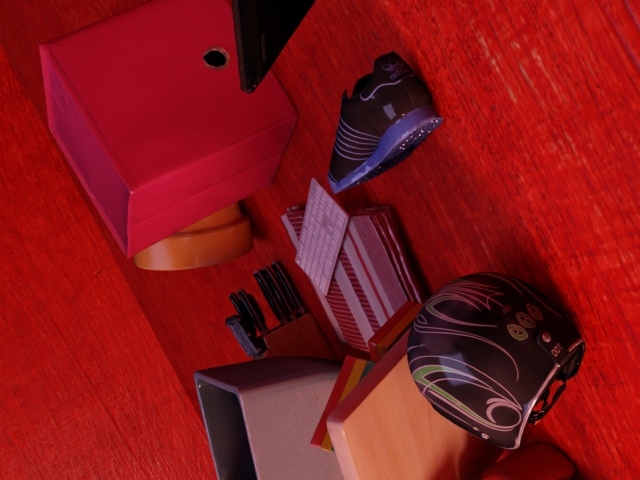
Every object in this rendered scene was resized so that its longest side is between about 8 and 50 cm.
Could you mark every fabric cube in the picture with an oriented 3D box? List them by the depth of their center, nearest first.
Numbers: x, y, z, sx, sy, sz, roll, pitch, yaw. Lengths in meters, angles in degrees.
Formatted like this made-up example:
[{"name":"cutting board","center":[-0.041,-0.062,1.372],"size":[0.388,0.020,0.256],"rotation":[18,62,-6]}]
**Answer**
[{"name":"fabric cube","center":[-0.222,-0.173,1.475],"size":[0.254,0.258,0.259],"rotation":[58,159,12]}]

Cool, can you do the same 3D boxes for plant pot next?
[{"name":"plant pot","center":[-0.020,0.298,1.578],"size":[0.248,0.252,0.247],"rotation":[179,79,-68]},{"name":"plant pot","center":[-0.226,-0.066,1.745],"size":[0.205,0.205,0.188],"rotation":[19,119,62]}]

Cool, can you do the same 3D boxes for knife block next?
[{"name":"knife block","center":[-0.034,0.176,1.760],"size":[0.276,0.242,0.088],"rotation":[19,167,-14]}]

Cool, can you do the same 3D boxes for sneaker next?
[{"name":"sneaker","center":[0.056,-0.126,1.135],"size":[0.090,0.081,0.232],"rotation":[63,153,6]}]

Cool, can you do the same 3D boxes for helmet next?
[{"name":"helmet","center":[0.168,0.112,1.045],"size":[0.161,0.169,0.169],"rotation":[33,149,24]}]

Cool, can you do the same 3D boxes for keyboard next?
[{"name":"keyboard","center":[0.000,0.000,1.410],"size":[0.072,0.014,0.256],"rotation":[54,160,18]}]

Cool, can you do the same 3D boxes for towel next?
[{"name":"towel","center":[0.058,0.060,1.425],"size":[0.237,0.037,0.329],"rotation":[66,160,-12]}]

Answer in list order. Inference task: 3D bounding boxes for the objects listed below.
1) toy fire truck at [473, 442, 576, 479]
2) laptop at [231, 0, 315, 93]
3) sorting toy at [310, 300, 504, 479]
[{"name":"toy fire truck","center":[0.263,0.314,1.127],"size":[0.217,0.158,0.246],"rotation":[50,145,31]},{"name":"laptop","center":[-0.087,-0.419,0.878],"size":[0.236,0.408,0.382],"rotation":[17,144,15]},{"name":"sorting toy","center":[0.095,0.220,1.199],"size":[0.089,0.255,0.257],"rotation":[10,128,39]}]
